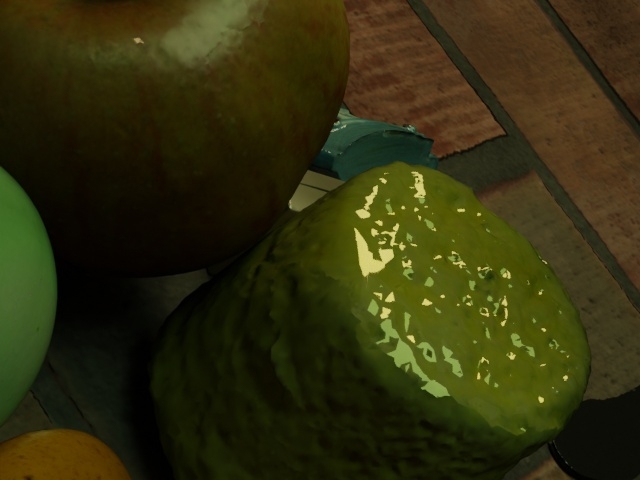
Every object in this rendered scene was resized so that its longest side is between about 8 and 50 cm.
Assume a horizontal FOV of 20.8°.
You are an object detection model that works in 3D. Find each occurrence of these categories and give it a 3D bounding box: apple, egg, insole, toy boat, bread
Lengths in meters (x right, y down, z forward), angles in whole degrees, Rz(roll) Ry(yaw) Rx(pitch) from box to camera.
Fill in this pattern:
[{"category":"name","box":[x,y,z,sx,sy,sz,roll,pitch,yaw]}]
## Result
[{"category":"apple","box":[-0.170,-0.161,1.508,0.400,0.333,0.400,1,81,-9]},{"category":"egg","box":[-0.308,0.045,1.307,0.220,0.220,0.269,25,39,-30]},{"category":"insole","box":[0.356,0.220,2.055,0.110,0.012,0.309,54,34,11]},{"category":"toy boat","box":[0.036,-0.100,1.981,0.102,0.088,0.215,28,19,38]},{"category":"bread","box":[0.048,0.127,1.544,0.348,0.308,0.348,26,43,-27]}]

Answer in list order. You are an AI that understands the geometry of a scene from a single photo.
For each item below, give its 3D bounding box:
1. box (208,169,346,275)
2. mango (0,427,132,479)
[{"category":"box","box":[0.000,0.000,1.769,0.201,0.141,0.058,14,51,-37]},{"category":"mango","box":[-0.207,0.252,1.277,0.191,0.160,0.290,22,37,-20]}]
